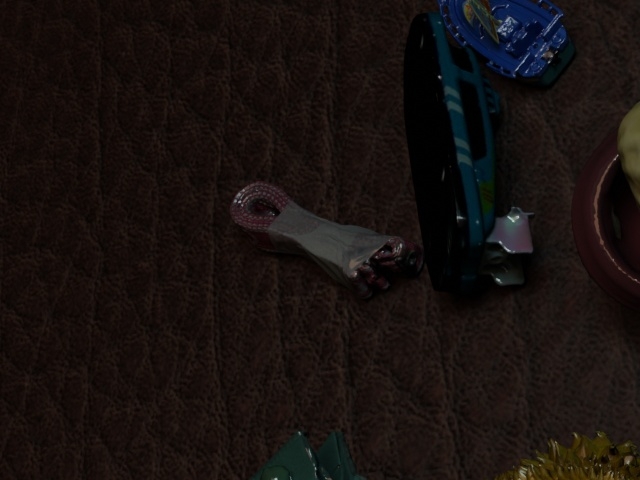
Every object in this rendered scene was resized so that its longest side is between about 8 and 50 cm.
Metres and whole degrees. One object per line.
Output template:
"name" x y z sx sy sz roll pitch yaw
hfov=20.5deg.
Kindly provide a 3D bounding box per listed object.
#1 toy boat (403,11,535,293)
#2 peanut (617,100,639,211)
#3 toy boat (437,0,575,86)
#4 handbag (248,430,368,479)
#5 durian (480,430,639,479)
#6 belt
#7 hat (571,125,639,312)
"toy boat" 0.145 -0.093 1.728 0.092 0.134 0.298 -1 57 -7
"peanut" 0.364 -0.014 1.429 0.290 0.130 0.130 35 88 18
"toy boat" 0.168 -0.229 1.769 0.091 0.110 0.175 -51 47 0
"handbag" -0.035 0.341 1.546 0.274 0.100 0.268 -52 44 37
"durian" 0.193 0.266 1.480 0.250 0.183 0.138 -33 15 20
"belt" 0.000 0.000 1.799 0.232 0.053 0.071 20 71 39
"hat" 0.326 -0.024 1.554 0.206 0.089 0.205 -2 81 15
